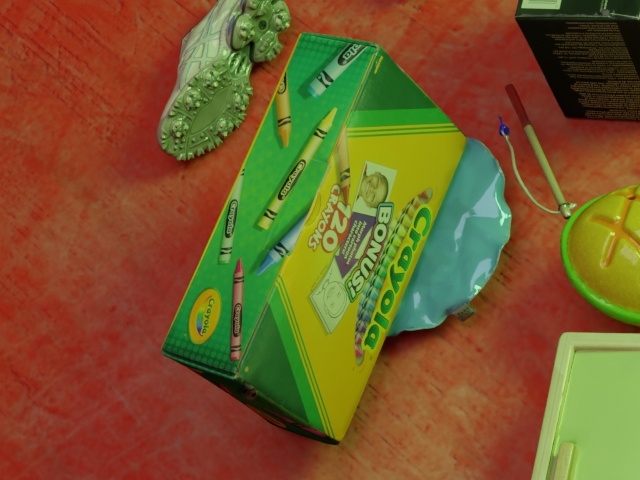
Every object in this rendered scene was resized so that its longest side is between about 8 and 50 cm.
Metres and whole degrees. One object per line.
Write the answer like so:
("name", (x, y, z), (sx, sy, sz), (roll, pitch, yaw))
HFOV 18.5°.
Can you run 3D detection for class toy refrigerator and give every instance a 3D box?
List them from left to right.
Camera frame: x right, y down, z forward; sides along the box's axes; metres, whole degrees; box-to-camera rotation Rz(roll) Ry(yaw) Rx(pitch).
("toy refrigerator", (0.207, 0.203, 1.417), (0.102, 0.094, 0.269), (0, 62, 30))

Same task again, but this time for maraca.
("maraca", (0.275, 0.009, 1.504), (0.186, 0.099, 0.127), (-5, 57, -9))

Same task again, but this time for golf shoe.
("golf shoe", (-0.099, -0.149, 1.753), (0.086, 0.069, 0.176), (17, 69, 48))

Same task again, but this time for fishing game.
("fishing game", (0.077, -0.007, 1.620), (0.264, 0.041, 0.189), (-30, 58, 15))

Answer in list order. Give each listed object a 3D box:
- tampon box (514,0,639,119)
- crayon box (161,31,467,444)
("tampon box", (0.233, -0.185, 1.573), (0.101, 0.161, 0.120), (5, 66, 23))
("crayon box", (0.000, 0.000, 1.533), (0.081, 0.165, 0.278), (14, 75, 35))
